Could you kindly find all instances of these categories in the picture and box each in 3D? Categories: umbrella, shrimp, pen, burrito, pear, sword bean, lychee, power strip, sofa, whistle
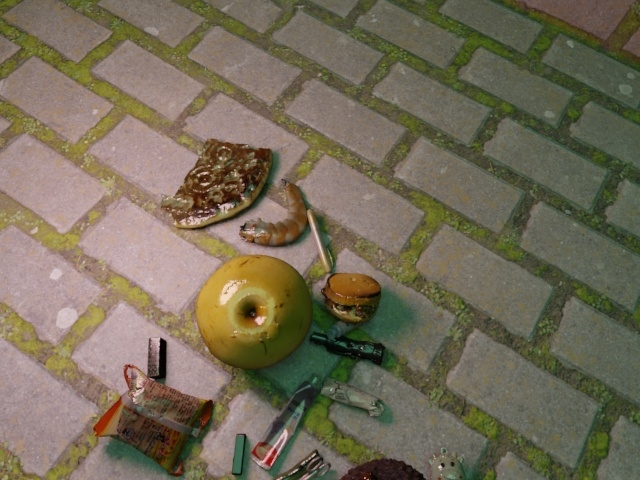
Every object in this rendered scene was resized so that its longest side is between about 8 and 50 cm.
[{"bbox_3d":[0.083,0.327,1.528,0.236,0.059,0.066,14,45,5],"label":"umbrella"},{"bbox_3d":[-0.133,-0.082,1.692,0.185,0.068,0.287,31,66,6],"label":"shrimp"},{"bbox_3d":[0.000,0.000,1.671,0.040,0.032,0.233,-8,74,-32],"label":"pen"},{"bbox_3d":[0.093,0.467,1.463,0.203,0.064,0.064,23,67,8],"label":"burrito"},{"bbox_3d":[-0.190,0.205,1.429,0.349,0.348,0.347,1,66,-3],"label":"pear"},{"bbox_3d":[-0.116,0.676,1.369,0.270,0.038,0.043,-27,64,-14],"label":"sword bean"},{"bbox_3d":[0.169,0.709,1.251,0.301,0.300,0.299,1,66,-3],"label":"lychee"},{"bbox_3d":[-0.233,0.608,1.393,0.030,0.038,0.111,4,65,0],"label":"power strip"},{"bbox_3d":[-0.494,0.356,1.479,0.039,0.060,0.117,-7,67,2],"label":"sofa"},{"bbox_3d":[0.359,0.706,1.352,0.102,0.106,0.253,-19,62,33],"label":"whistle"}]

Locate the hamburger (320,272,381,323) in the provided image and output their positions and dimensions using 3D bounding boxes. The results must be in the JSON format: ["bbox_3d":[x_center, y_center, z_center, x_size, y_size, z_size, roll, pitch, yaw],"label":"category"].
[{"bbox_3d":[0.091,0.177,1.536,0.191,0.117,0.182,14,21,10],"label":"hamburger"}]

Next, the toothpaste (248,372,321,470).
[{"bbox_3d":[-0.092,0.522,1.437,0.075,0.048,0.301,34,71,7],"label":"toothpaste"}]

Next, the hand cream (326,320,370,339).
[{"bbox_3d":[0.085,0.264,1.539,0.171,0.043,0.065,-20,66,-45],"label":"hand cream"}]

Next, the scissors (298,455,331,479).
[{"bbox_3d":[-0.049,0.676,1.367,0.176,0.085,0.022,-41,38,-6],"label":"scissors"}]

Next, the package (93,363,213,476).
[{"bbox_3d":[-0.473,0.505,1.379,0.288,0.108,0.223,26,72,-3],"label":"package"}]

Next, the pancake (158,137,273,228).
[{"bbox_3d":[-0.366,-0.195,1.745,0.305,0.066,0.426,26,68,16],"label":"pancake"}]
